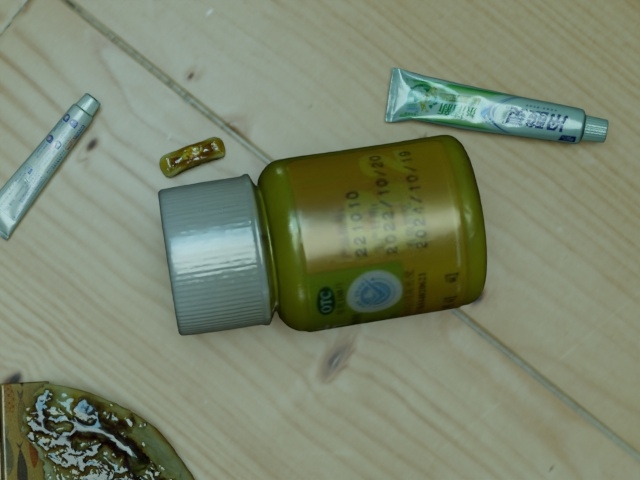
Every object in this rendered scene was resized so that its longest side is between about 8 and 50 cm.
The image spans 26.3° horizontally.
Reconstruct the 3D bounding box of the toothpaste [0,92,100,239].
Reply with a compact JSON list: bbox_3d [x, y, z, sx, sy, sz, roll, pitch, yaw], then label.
[{"bbox_3d":[-0.364,-0.101,1.790,0.052,0.033,0.218,37,87,3],"label":"toothpaste"}]

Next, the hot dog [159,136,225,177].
[{"bbox_3d":[-0.168,-0.111,1.804,0.090,0.034,0.030,-21,89,-7],"label":"hot dog"}]

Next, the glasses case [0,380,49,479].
[{"bbox_3d":[-0.379,0.266,1.755,0.064,0.041,0.170,-1,85,-26],"label":"glasses case"}]

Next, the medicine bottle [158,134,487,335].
[{"bbox_3d":[0.000,0.000,1.714,0.384,0.224,0.224,-8,86,-6],"label":"medicine bottle"}]

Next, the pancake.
[{"bbox_3d":[-0.285,0.330,1.740,0.266,0.057,0.244,26,84,-8],"label":"pancake"}]

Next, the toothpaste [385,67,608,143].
[{"bbox_3d":[0.237,-0.172,1.840,0.297,0.048,0.075,10,88,0],"label":"toothpaste"}]
